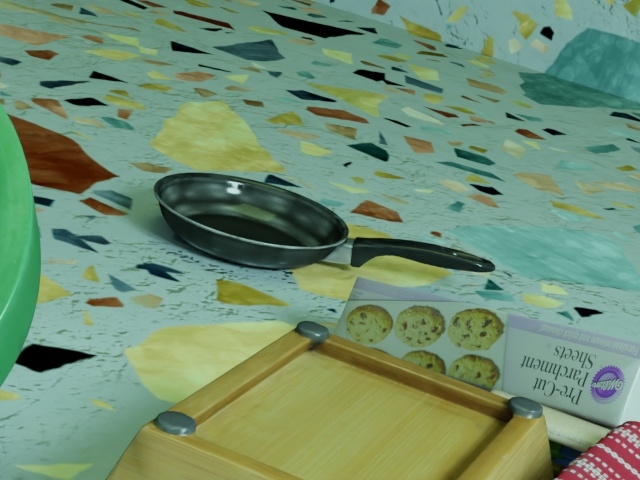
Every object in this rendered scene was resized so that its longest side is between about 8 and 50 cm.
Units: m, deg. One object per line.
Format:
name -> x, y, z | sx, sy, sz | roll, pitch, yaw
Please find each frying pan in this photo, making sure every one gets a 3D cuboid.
frying pan -> -0.010, -0.011, 1.633 | 0.326, 0.053, 0.197 | 9, 19, -19

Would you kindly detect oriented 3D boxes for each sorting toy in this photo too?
sorting toy -> 0.220, 0.168, 1.198 | 0.193, 0.038, 0.208 | 19, -8, 17

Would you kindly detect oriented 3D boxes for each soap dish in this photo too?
soap dish -> 0.012, 0.159, 1.037 | 0.229, 0.118, 0.291 | 19, 19, 18

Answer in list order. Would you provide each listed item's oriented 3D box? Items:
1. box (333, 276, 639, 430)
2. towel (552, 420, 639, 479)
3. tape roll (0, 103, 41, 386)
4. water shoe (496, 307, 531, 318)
box -> 0.137, 0.089, 1.269 | 0.063, 0.067, 0.324 | 27, -9, -38
towel -> 0.198, 0.217, 0.954 | 0.199, 0.031, 0.275 | 40, 33, 17
tape roll -> -0.335, 0.005, 1.001 | 0.321, 0.077, 0.321 | 2, 63, -4
water shoe -> 0.173, 0.123, 1.363 | 0.080, 0.073, 0.203 | -20, 24, -15
